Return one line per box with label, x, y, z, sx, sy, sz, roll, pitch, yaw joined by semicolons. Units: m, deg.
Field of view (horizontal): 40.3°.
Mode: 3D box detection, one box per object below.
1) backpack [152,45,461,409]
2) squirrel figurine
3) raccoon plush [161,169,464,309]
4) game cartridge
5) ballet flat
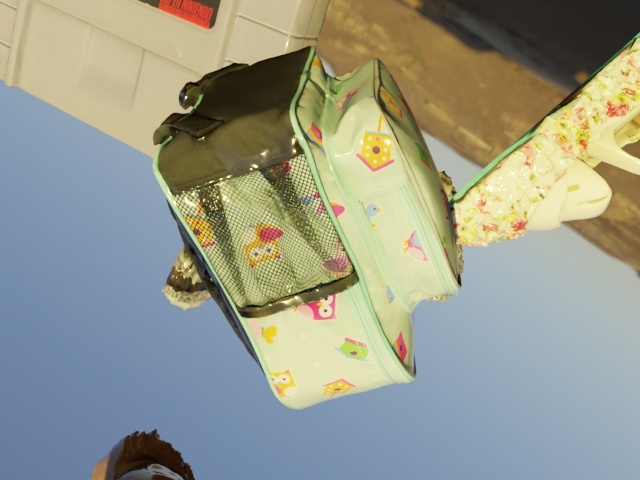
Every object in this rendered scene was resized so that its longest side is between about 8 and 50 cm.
backpack;0.003;-0.005;0.500;0.166;0.144;0.189;-88;-15;-65
squirrel figurine;-0.235;0.534;1.513;0.370;0.281;0.397;40;-167;-27
raccoon plush;0.000;0.000;1.089;0.299;0.216;0.446;28;154;-6
game cartridge;-0.163;-0.204;0.768;0.355;0.230;0.068;27;-153;25
ballet flat;0.189;-0.064;0.609;0.077;0.241;0.091;45;167;20
